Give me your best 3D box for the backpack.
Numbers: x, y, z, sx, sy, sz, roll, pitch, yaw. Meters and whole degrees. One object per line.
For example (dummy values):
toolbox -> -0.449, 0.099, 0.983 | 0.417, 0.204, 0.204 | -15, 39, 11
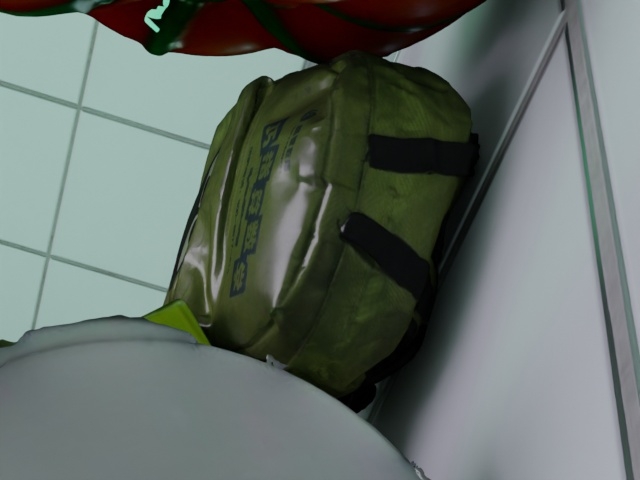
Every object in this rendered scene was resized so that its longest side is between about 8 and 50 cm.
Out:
backpack -> 0.000, 0.000, 0.665 | 0.253, 0.140, 0.207 | 155, 131, -71

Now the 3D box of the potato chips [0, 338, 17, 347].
potato chips -> -0.172, 0.270, 0.794 | 0.358, 0.070, 0.429 | 42, -144, -75

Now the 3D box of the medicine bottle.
medicine bottle -> -0.094, 0.232, 0.468 | 0.213, 0.214, 0.378 | -81, 9, -54

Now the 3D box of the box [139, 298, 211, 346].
box -> -0.071, 0.171, 0.706 | 0.187, 0.047, 0.335 | 61, 160, 14

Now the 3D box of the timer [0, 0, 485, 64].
timer -> -0.055, -0.249, 0.650 | 0.378, 0.378, 0.279 | 152, 124, -82
